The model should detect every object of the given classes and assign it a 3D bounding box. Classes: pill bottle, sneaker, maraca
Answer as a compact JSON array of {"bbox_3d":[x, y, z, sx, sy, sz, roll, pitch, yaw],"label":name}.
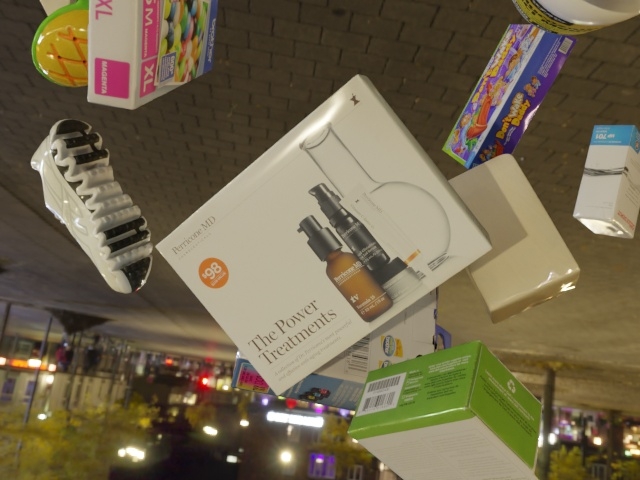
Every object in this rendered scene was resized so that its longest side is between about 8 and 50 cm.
[{"bbox_3d":[0.332,-0.354,0.748,0.188,0.188,0.334,4,-164,13],"label":"pill bottle"},{"bbox_3d":[-0.371,-0.044,1.001,0.118,0.292,0.110,-26,178,27],"label":"sneaker"},{"bbox_3d":[-0.366,-0.318,0.964,0.186,0.099,0.127,-43,146,15],"label":"maraca"}]

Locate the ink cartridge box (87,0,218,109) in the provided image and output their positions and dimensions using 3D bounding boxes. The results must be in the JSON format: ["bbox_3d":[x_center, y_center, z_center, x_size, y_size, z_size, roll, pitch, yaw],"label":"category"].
[{"bbox_3d":[-0.182,-0.284,0.746,0.065,0.186,0.311,12,-154,2],"label":"ink cartridge box"}]

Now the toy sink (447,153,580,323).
[{"bbox_3d":[0.310,0.000,1.054,0.153,0.234,0.131,-27,156,8],"label":"toy sink"}]

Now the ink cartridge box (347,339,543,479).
[{"bbox_3d":[0.191,0.257,0.766,0.255,0.097,0.189,44,136,-19],"label":"ink cartridge box"}]

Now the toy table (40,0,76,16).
[{"bbox_3d":[-0.476,-0.519,1.047,0.161,0.274,0.252,24,132,-5],"label":"toy table"}]

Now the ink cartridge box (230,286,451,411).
[{"bbox_3d":[0.062,0.159,1.116,0.395,0.270,0.151,12,147,-4],"label":"ink cartridge box"}]

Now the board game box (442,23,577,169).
[{"bbox_3d":[0.433,-0.333,1.466,0.078,0.347,0.233,23,-165,-12],"label":"board game box"}]

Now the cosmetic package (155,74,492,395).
[{"bbox_3d":[0.000,0.000,0.870,0.377,0.284,0.097,-38,-179,17],"label":"cosmetic package"}]

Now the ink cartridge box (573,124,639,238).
[{"bbox_3d":[0.580,-0.115,1.217,0.082,0.190,0.139,12,174,43],"label":"ink cartridge box"}]
